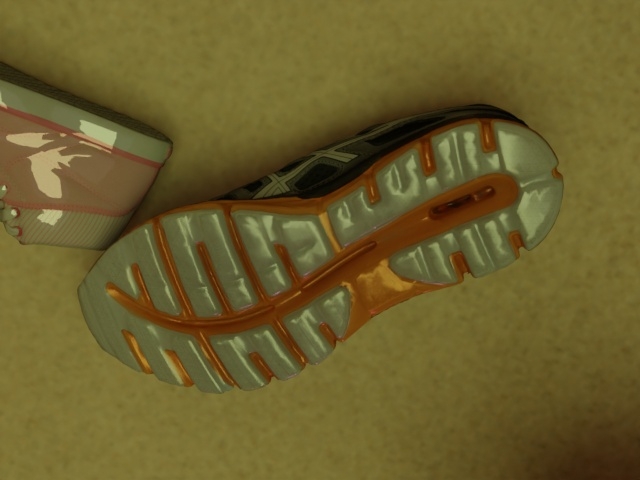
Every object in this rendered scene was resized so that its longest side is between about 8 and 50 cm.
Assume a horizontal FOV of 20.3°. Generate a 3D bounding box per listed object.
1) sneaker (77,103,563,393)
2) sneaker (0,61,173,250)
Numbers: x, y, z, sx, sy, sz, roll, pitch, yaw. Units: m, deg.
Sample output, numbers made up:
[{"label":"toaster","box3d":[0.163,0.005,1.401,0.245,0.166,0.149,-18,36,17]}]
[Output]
[{"label":"sneaker","box3d":[0.000,0.000,0.763,0.215,0.083,0.084,-18,108,10]},{"label":"sneaker","box3d":[-0.137,-0.038,0.760,0.134,0.051,0.070,23,102,-13]}]
